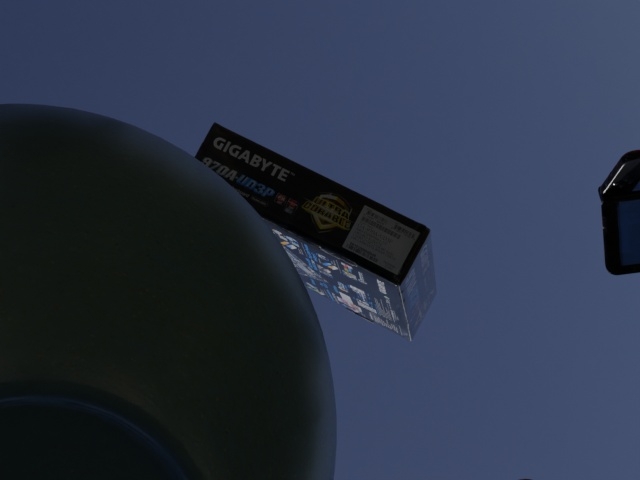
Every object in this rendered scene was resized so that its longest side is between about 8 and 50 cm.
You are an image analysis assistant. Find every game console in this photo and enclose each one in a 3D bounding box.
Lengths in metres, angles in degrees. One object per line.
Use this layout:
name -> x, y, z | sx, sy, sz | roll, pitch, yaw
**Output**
game console -> 0.362, -0.034, 1.476 | 0.144, 0.124, 0.085 | -7, -114, -13

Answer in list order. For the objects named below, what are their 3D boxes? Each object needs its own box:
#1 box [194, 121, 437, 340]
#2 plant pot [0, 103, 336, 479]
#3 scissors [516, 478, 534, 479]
box -> 0.000, 0.000, 1.121 | 0.175, 0.051, 0.220 | 27, 170, 12
plant pot -> -0.118, 0.097, 0.591 | 0.290, 0.290, 0.195 | 51, 176, -15
scissors -> 0.188, 0.402, 1.737 | 0.109, 0.297, 0.021 | 41, -170, -9
